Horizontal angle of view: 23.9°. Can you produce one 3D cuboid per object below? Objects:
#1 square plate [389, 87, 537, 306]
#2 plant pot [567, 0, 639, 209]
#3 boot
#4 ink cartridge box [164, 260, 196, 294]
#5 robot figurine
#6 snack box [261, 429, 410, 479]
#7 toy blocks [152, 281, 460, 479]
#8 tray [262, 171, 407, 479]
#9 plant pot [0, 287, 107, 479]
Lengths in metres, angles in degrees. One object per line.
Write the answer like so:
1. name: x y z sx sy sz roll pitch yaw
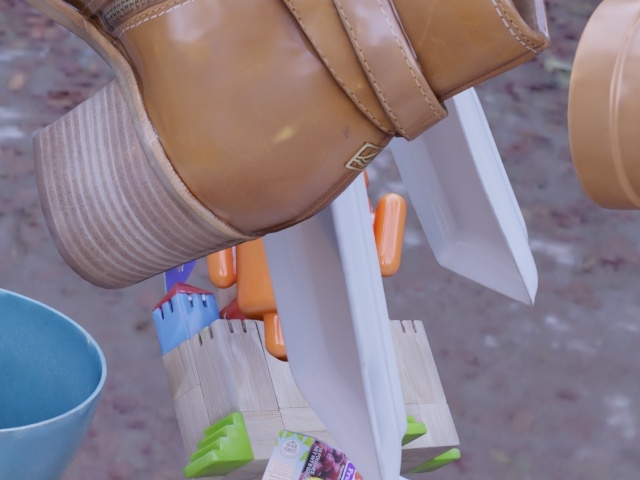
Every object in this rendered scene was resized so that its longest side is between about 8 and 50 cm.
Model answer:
1. square plate: 0.165 -0.103 1.949 0.049 0.347 0.344 -25 14 -11
2. plant pot: 0.477 -0.176 1.959 0.203 0.291 0.291 7 28 35
3. boot: -0.040 -0.142 0.606 0.109 0.220 0.284 19 50 -51
4. ink cartridge box: -0.159 -0.047 1.762 0.045 0.208 0.206 -5 15 6
5. robot figurine: -0.013 -0.001 1.375 0.128 0.220 0.158 8 -14 -44
6. snack box: 0.020 0.185 0.911 0.141 0.100 0.037 30 -14 -35
7. toy blocks: -0.022 0.114 1.569 0.381 0.190 0.261 3 62 -43
8. tray: 0.000 0.000 0.800 0.030 0.270 0.145 -20 31 -15
9. plant pot: -0.354 0.180 1.363 0.290 0.195 0.290 12 21 -5
